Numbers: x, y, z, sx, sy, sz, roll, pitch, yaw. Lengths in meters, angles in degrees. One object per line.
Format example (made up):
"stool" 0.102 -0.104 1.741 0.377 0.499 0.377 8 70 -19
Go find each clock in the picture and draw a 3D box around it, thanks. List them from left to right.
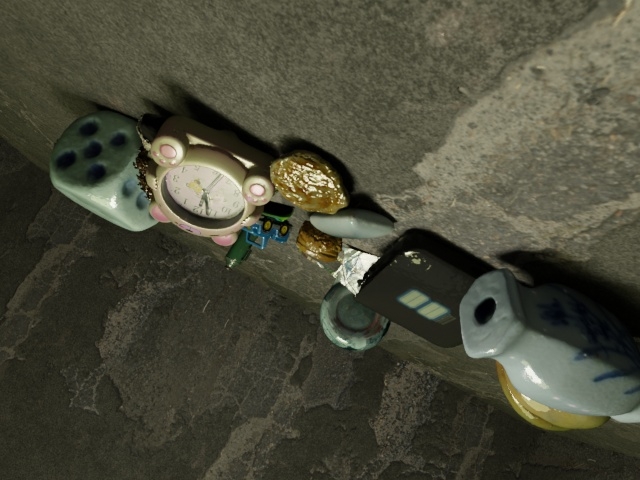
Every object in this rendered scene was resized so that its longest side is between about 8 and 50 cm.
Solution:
"clock" -0.269 -0.122 1.050 0.284 0.114 0.309 21 137 -16

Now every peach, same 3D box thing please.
"peach" 0.603 0.356 1.153 0.292 0.248 0.292 51 171 12

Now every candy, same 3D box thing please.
"candy" 0.073 -0.040 1.051 0.138 0.071 0.174 11 175 -35

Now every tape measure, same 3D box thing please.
"tape measure" 0.129 0.262 1.596 0.257 0.274 0.147 21 159 8

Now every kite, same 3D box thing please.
"kite" 0.067 0.081 1.375 0.310 0.169 0.015 26 -152 15

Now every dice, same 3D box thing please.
"dice" -0.600 -0.201 1.320 0.263 0.264 0.268 23 163 15

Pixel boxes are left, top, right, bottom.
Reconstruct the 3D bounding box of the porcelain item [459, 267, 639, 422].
"porcelain item" 0.495 0.219 0.893 0.406 0.242 0.178 25 130 -11

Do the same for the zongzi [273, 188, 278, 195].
"zongzi" -0.160 -0.178 1.106 0.154 0.062 0.130 47 138 -10

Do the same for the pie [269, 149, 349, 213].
"pie" -0.015 -0.125 0.946 0.163 0.078 0.193 6 151 41

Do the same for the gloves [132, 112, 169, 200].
"gloves" -0.391 -0.198 1.185 0.211 0.135 0.312 -1 150 -27

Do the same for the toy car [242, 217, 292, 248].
"toy car" -0.183 -0.028 1.413 0.097 0.100 0.191 21 -176 35

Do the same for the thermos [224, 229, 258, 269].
"thermos" -0.309 0.034 1.722 0.083 0.187 0.073 30 165 -2

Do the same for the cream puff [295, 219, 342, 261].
"cream puff" 0.000 -0.004 1.237 0.144 0.103 0.126 20 -165 -39

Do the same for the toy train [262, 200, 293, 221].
"toy train" -0.158 -0.093 1.337 0.209 0.044 0.042 17 161 34

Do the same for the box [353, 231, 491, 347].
"box" 0.292 0.144 1.132 0.351 0.090 0.359 28 147 -5

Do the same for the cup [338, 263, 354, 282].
"cup" 0.123 0.122 1.470 0.129 0.095 0.128 41 162 -31
